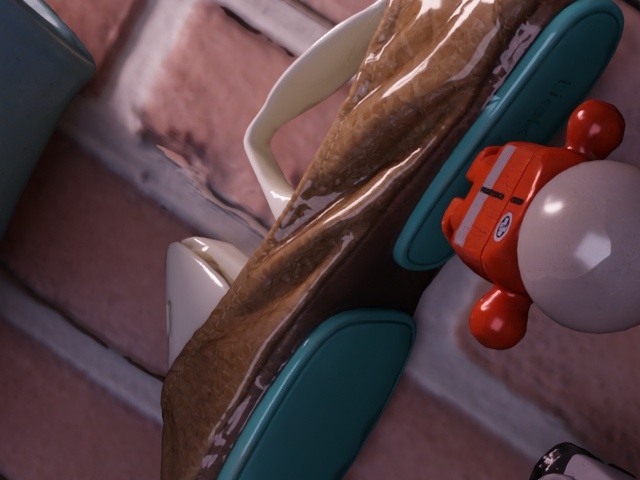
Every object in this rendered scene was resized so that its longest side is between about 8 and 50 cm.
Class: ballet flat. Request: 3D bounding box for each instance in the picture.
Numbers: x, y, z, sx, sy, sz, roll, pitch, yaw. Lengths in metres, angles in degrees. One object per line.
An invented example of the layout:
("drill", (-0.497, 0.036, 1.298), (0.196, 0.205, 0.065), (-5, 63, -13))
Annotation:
("ballet flat", (0.000, 0.000, 0.696), (0.124, 0.116, 0.342), (39, 106, 30))

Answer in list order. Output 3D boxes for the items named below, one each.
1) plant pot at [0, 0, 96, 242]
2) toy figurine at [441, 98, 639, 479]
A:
("plant pot", (-0.250, -0.051, 0.686), (0.255, 0.271, 0.271), (-45, 83, 2))
("toy figurine", (0.168, 0.037, 0.581), (0.213, 0.148, 0.209), (-16, 101, -9))
